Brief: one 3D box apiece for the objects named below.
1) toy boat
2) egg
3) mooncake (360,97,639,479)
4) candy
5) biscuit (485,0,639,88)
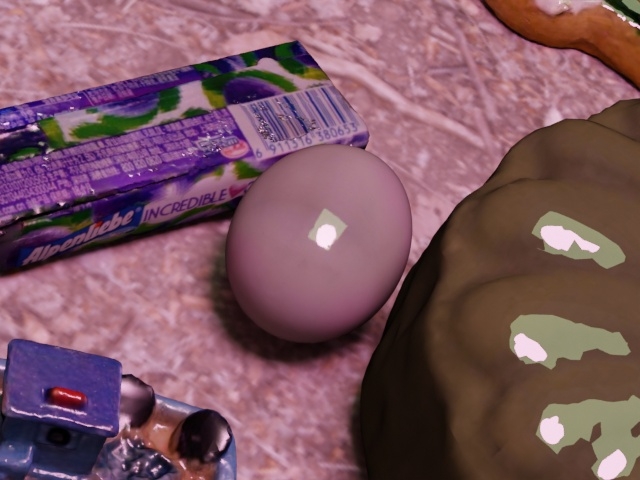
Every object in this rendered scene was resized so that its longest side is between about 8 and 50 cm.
[{"bbox_3d":[-0.150,0.098,0.909,0.223,0.097,0.100,11,46,-16],"label":"toy boat"},{"bbox_3d":[0.000,0.000,1.048,0.103,0.103,0.135,30,45,2],"label":"egg"},{"bbox_3d":[0.206,0.095,0.989,0.356,0.194,0.356,9,51,-11],"label":"mooncake"},{"bbox_3d":[-0.118,-0.047,1.064,0.312,0.061,0.088,-16,59,-33],"label":"candy"},{"bbox_3d":[0.264,-0.202,1.359,0.343,0.057,0.287,5,51,-20],"label":"biscuit"}]
